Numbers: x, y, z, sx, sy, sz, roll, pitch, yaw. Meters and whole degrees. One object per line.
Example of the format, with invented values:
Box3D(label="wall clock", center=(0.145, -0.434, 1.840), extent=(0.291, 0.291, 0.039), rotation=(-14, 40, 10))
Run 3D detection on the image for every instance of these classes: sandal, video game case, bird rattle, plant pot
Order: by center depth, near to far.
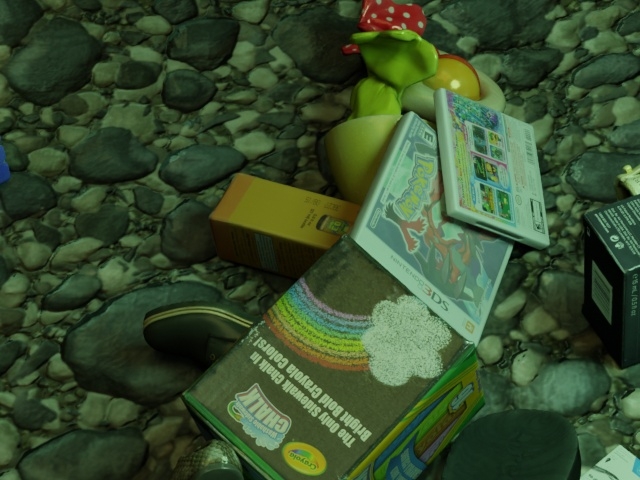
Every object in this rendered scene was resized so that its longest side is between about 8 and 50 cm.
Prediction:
Box3D(label="sandal", center=(0.141, 0.281, 1.746), extent=(0.167, 0.107, 0.446), rotation=(-7, 31, 15))
Box3D(label="video game case", center=(0.125, -0.011, 2.060), extent=(0.023, 0.183, 0.201), rotation=(-28, 29, 45))
Box3D(label="video game case", center=(0.186, -0.078, 2.116), extent=(0.143, 0.019, 0.157), rotation=(19, 54, -35))
Box3D(label="plant pot", center=(0.072, -0.069, 2.149), extent=(0.134, 0.134, 0.095), rotation=(-4, 69, 5))
Box3D(label="bird rattle", center=(0.114, -0.183, 2.248), extent=(0.207, 0.143, 0.253), rotation=(25, 17, 0))

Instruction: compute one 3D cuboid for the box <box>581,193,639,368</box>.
Box3D(label="box", center=(0.357, 0.027, 1.984), extent=(0.158, 0.156, 0.093), rotation=(-20, 49, -11))

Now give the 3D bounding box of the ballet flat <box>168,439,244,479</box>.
Box3D(label="ballet flat", center=(-0.142, 0.274, 1.790), extent=(0.084, 0.250, 0.058), rotation=(9, 37, -30))

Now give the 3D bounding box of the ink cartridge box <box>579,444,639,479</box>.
Box3D(label="ink cartridge box", center=(0.279, 0.243, 1.883), extent=(0.083, 0.028, 0.048), rotation=(-36, 52, -23))

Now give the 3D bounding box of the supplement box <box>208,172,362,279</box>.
Box3D(label="supplement box", center=(0.000, 0.000, 2.118), extent=(0.233, 0.080, 0.078), rotation=(14, 52, 23))

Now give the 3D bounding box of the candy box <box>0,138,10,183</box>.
Box3D(label="candy box", center=(-0.558, -0.140, 2.299), extent=(0.268, 0.122, 0.317), rotation=(-28, 51, -18))

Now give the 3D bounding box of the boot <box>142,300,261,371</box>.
Box3D(label="boot", center=(-0.101, 0.141, 2.008), extent=(0.197, 0.077, 0.137), rotation=(4, 53, 14))

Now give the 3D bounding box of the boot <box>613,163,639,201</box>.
Box3D(label="boot", center=(0.411, -0.099, 2.024), extent=(0.203, 0.262, 0.095), rotation=(-25, 60, -13))

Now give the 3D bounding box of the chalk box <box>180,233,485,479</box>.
Box3D(label="chalk box", center=(-0.005, 0.176, 1.851), extent=(0.180, 0.179, 0.289), rotation=(41, 78, 22))
